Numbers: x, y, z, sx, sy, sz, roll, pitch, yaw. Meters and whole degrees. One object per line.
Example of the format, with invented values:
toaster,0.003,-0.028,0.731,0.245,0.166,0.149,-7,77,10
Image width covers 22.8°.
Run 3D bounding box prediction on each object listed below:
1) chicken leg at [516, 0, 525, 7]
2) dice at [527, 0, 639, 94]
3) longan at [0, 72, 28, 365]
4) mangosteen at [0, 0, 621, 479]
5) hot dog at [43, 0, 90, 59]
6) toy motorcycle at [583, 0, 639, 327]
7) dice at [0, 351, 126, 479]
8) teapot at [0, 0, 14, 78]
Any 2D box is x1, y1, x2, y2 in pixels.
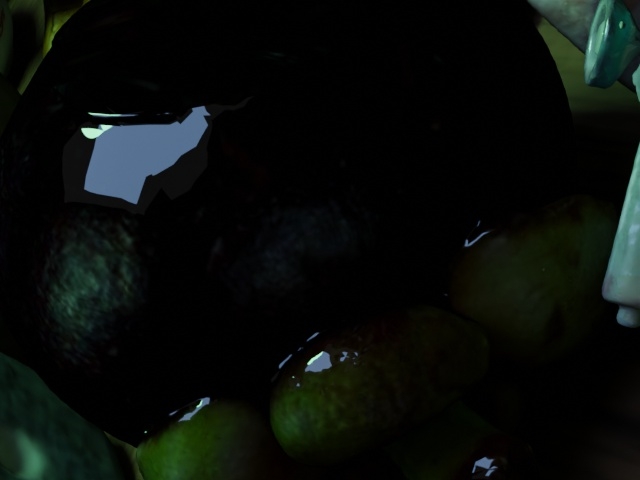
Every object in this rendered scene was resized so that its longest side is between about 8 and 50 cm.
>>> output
chicken leg,0.102,-0.138,0.847,0.036,0.021,0.083,-26,44,56
dice,0.146,-0.123,0.707,0.093,0.091,0.094,-48,34,18
longan,-0.399,-0.012,1.090,0.436,0.404,0.404,3,67,55
mangosteen,-0.002,-0.005,0.688,0.288,0.233,0.287,-6,35,4
hot dog,-0.161,-0.147,1.179,0.109,0.072,0.269,-43,33,28
toy motorcycle,0.161,-0.073,0.553,0.171,0.110,0.260,-77,-2,-66
dice,-0.224,0.173,0.897,0.181,0.182,0.183,-48,33,20
teapot,-0.345,-0.162,1.413,0.245,0.116,0.159,-27,57,37
